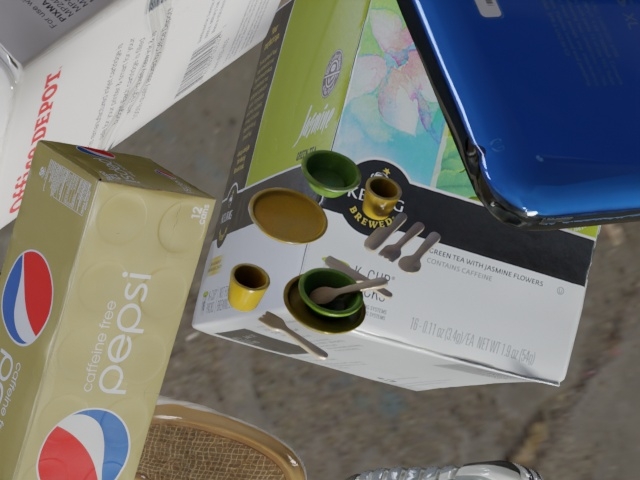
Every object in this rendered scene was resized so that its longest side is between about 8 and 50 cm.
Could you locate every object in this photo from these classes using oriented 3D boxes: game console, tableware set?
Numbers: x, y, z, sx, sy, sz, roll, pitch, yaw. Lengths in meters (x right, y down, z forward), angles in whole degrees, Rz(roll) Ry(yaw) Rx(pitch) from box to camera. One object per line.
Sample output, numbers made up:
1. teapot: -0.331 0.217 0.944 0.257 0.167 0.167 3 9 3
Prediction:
1. game console: 0.128 -0.098 1.061 0.250 0.173 0.293 -5 58 -25
2. tableware set: 0.000 0.000 1.113 0.104 0.024 0.154 32 42 14

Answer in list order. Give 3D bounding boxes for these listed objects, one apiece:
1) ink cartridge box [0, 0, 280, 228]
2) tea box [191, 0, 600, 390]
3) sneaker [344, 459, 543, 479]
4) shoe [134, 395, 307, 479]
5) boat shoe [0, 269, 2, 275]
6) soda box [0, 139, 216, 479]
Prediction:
1. ink cartridge box: -0.122 -0.132 1.062 0.100 0.172 0.237 43 57 11
2. tea box: 0.069 -0.063 1.518 0.220 0.329 0.323 15 82 -14
3. sneaker: 0.096 0.272 1.733 0.086 0.229 0.132 21 65 -39
4. shoe: -0.098 0.128 1.259 0.058 0.219 0.076 -39 129 -49
5. boat shoe: -0.325 0.040 1.597 0.158 0.127 0.340 56 30 0
6. soda box: -0.107 0.053 0.837 0.061 0.058 0.181 8 105 -38
